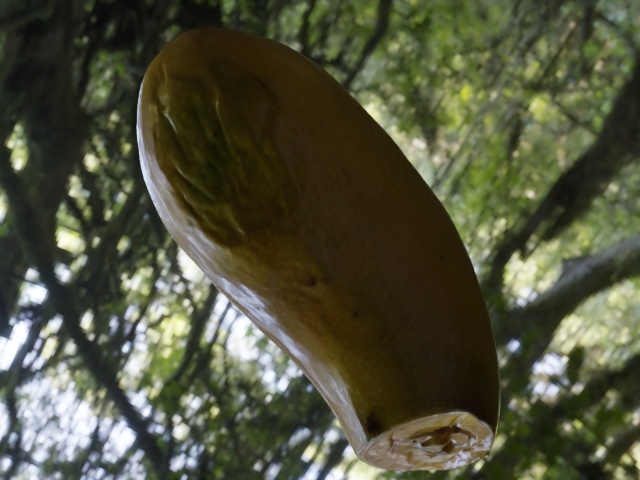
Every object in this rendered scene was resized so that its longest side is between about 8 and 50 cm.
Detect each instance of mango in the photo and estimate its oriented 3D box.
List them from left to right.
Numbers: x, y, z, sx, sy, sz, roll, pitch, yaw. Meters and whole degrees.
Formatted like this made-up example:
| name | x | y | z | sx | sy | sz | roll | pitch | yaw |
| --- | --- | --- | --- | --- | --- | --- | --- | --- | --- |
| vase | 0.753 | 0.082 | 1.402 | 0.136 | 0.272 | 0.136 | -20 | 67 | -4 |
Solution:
| name | x | y | z | sx | sy | sz | roll | pitch | yaw |
| --- | --- | --- | --- | --- | --- | --- | --- | --- | --- |
| mango | 0.003 | 0.000 | 0.937 | 0.359 | 0.144 | 0.187 | 52 | -141 | 6 |
